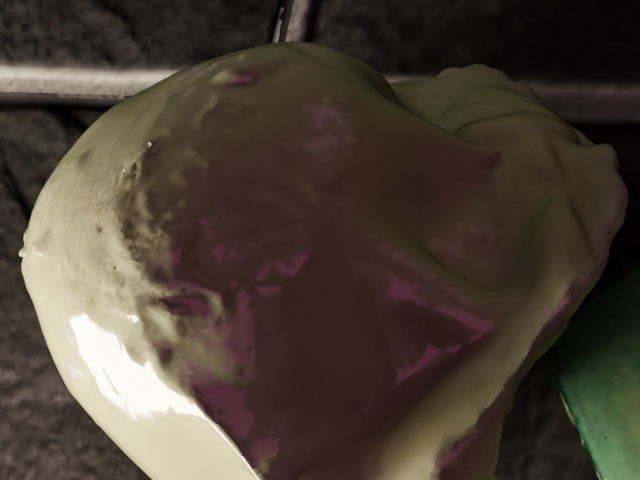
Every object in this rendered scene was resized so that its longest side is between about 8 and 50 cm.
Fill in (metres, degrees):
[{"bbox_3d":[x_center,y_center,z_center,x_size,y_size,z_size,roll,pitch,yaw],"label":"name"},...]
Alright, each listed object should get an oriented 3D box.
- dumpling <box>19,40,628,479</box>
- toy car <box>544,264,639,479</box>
[{"bbox_3d":[0.000,0.000,0.500,0.193,0.147,0.258,-42,33,-16],"label":"dumpling"},{"bbox_3d":[0.178,0.123,0.389,0.141,0.097,0.321,-32,61,14],"label":"toy car"}]
